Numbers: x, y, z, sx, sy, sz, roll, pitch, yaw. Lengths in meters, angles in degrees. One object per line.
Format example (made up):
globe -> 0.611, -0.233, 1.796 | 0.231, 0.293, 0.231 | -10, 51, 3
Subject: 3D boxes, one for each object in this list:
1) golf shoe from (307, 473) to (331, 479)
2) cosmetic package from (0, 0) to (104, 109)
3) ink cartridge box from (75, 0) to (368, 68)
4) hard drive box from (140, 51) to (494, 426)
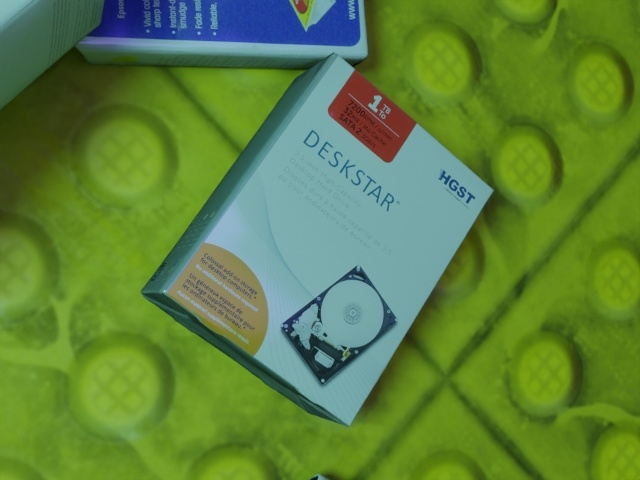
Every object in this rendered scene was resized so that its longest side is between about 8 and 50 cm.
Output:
golf shoe -> 0.032, 0.230, 0.680 | 0.198, 0.077, 0.093 | -11, 89, -23
cosmetic package -> -0.359, -0.182, 0.475 | 0.377, 0.097, 0.284 | 37, 56, 0
ink cartridge box -> -0.119, -0.292, 0.672 | 0.307, 0.072, 0.303 | -2, 87, -19
hard drive box -> 0.000, 0.000, 0.680 | 0.181, 0.089, 0.232 | 37, 73, -15
